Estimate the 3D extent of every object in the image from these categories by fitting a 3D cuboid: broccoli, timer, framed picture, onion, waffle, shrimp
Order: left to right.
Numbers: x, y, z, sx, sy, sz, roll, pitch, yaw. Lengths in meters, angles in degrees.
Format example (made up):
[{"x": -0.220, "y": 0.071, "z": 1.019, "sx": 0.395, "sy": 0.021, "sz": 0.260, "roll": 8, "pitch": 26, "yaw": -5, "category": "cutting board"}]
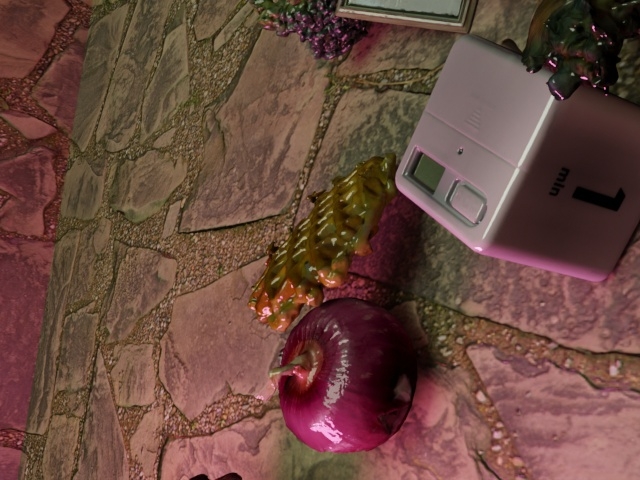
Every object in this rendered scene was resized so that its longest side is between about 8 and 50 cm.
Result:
[{"x": -0.022, "y": -0.400, "z": 1.489, "sx": 0.198, "sy": 0.177, "sz": 0.275, "roll": -31, "pitch": 25, "yaw": -11, "category": "broccoli"}, {"x": 0.000, "y": 0.000, "z": 1.304, "sx": 0.302, "sy": 0.068, "sz": 0.325, "roll": -28, "pitch": 24, "yaw": 56, "category": "waffle"}, {"x": 0.045, "y": 0.184, "z": 1.190, "sx": 0.200, "sy": 0.200, "sz": 0.207, "roll": -30, "pitch": 22, "yaw": 50, "category": "onion"}, {"x": 0.149, "y": -0.462, "z": 1.291, "sx": 0.232, "sy": 0.019, "sz": 0.296, "roll": 15, "pitch": 93, "yaw": 30, "category": "framed picture"}, {"x": 0.231, "y": -0.089, "z": 0.959, "sx": 0.192, "sy": 0.195, "sz": 0.194, "roll": 47, "pitch": 119, "yaw": 53, "category": "timer"}, {"x": 0.301, "y": -0.221, "z": 0.780, "sx": 0.272, "sy": 0.445, "sz": 0.085, "roll": -22, "pitch": 104, "yaw": 33, "category": "shrimp"}]

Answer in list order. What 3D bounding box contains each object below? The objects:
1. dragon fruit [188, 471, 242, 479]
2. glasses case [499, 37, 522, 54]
[{"x": -0.154, "y": 0.497, "z": 1.258, "sx": 0.329, "sy": 0.329, "sz": 0.329, "roll": -27, "pitch": 57, "yaw": 51, "category": "dragon fruit"}, {"x": 0.226, "y": -0.148, "z": 1.126, "sx": 0.102, "sy": 0.070, "sz": 0.193, "roll": 47, "pitch": 120, "yaw": 22, "category": "glasses case"}]
